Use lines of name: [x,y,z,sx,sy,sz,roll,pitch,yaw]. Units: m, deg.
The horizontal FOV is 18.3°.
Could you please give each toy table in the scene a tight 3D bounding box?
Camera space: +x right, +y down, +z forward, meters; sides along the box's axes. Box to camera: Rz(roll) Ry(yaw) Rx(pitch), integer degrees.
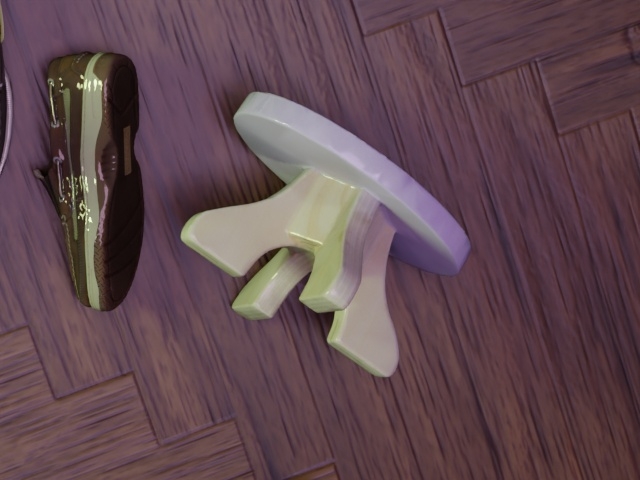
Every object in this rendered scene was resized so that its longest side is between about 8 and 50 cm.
toy table: [0.000,0.000,1.945,0.274,0.252,0.161,33,73,-6]

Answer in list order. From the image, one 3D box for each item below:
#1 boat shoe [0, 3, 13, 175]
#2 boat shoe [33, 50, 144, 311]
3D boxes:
boat shoe: [-0.357,-0.198,1.899,0.116,0.097,0.324,-5,99,-10]
boat shoe: [-0.233,-0.060,1.962,0.095,0.095,0.257,7,100,22]
